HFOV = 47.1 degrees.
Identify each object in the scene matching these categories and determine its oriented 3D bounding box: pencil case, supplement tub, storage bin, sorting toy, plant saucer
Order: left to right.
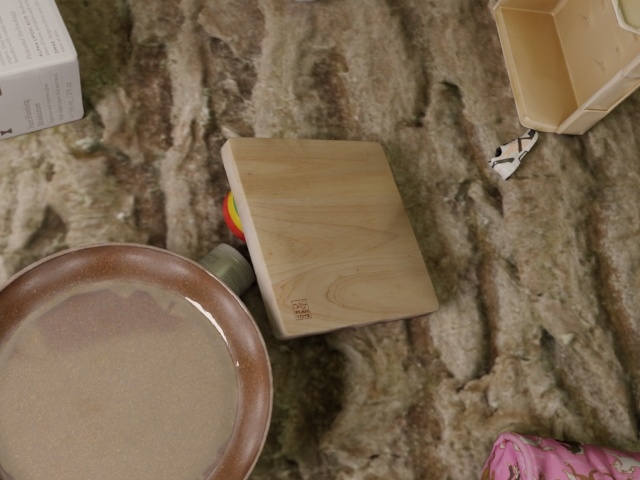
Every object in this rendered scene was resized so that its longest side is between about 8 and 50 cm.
[{"bbox_3d":[-0.204,0.152,0.736,0.311,0.050,0.310,6,65,-14],"label":"plant saucer"},{"bbox_3d":[-0.144,0.062,0.943,0.071,0.071,0.107,44,64,6],"label":"supplement tub"},{"bbox_3d":[0.000,0.000,0.963,0.257,0.089,0.255,-4,69,-38],"label":"sorting toy"},{"bbox_3d":[0.409,-0.339,1.153,0.123,0.262,0.260,0,68,-17],"label":"storage bin"},{"bbox_3d":[0.387,0.351,0.918,0.386,0.167,0.160,14,98,-9],"label":"pencil case"}]

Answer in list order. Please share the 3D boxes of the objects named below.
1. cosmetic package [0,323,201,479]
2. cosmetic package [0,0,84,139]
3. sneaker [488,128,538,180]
[{"bbox_3d":[-0.297,0.191,0.804,0.296,0.153,0.129,25,63,-2],"label":"cosmetic package"},{"bbox_3d":[-0.422,-0.232,0.947,0.184,0.151,0.151,-21,75,-21],"label":"cosmetic package"},{"bbox_3d":[0.307,-0.146,1.167,0.044,0.040,0.109,39,63,5],"label":"sneaker"}]
